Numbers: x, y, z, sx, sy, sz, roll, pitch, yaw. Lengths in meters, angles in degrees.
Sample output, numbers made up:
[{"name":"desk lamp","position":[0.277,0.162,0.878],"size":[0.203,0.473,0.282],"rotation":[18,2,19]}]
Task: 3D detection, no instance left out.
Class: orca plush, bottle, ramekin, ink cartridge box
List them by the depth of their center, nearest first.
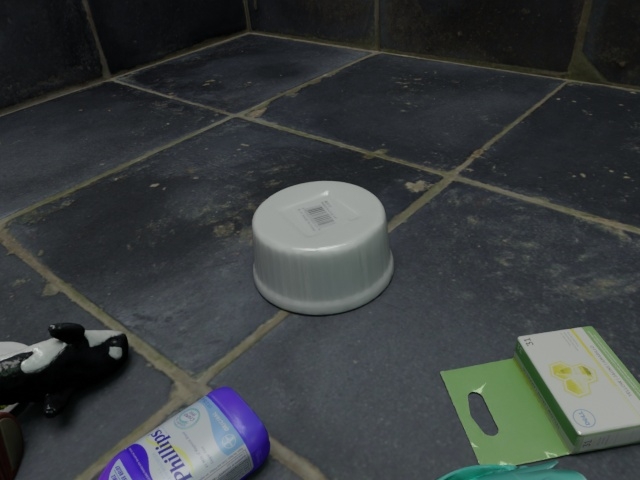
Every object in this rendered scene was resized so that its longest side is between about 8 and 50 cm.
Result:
[{"name":"bottle","position":[-0.201,0.298,0.629],"size":[0.283,0.092,0.118],"rotation":[-29,42,-29]},{"name":"ink cartridge box","position":[0.309,0.211,0.718],"size":[0.235,0.056,0.171],"rotation":[-7,36,-6]},{"name":"orca plush","position":[-0.400,0.200,0.740],"size":[0.102,0.151,0.287],"rotation":[52,18,27]},{"name":"ramekin","position":[0.000,0.000,0.985],"size":[0.278,0.135,0.277],"rotation":[-4,35,3]}]

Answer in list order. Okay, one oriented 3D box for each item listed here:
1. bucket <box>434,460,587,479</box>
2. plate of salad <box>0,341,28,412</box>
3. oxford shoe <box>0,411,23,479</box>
[{"name":"bucket","position":[0.137,0.326,0.409],"size":[0.183,0.280,0.281],"rotation":[-7,35,3]},{"name":"plate of salad","position":[-0.554,0.227,0.816],"size":[0.200,0.048,0.199],"rotation":[-4,36,3]},{"name":"oxford shoe","position":[-0.480,0.337,0.576],"size":[0.131,0.122,0.348],"rotation":[-8,17,3]}]
